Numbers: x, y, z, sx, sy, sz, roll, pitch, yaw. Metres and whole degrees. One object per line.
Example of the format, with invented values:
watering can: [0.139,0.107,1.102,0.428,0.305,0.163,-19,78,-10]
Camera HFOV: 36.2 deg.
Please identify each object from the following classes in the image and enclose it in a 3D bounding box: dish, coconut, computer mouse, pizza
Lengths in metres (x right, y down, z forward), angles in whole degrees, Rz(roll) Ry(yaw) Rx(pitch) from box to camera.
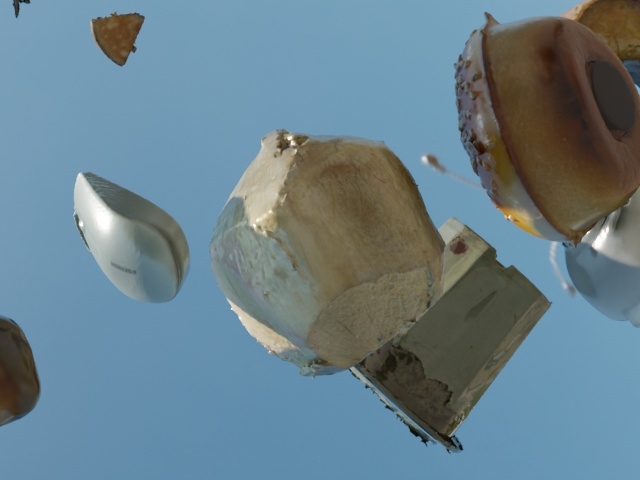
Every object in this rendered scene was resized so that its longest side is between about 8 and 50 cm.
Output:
dish: [0.335,-0.029,1.101,0.086,0.228,0.236,20,-153,-10]
coconut: [0.003,-0.002,0.791,0.194,0.194,0.194,32,-137,-36]
computer mouse: [-0.256,0.000,1.249,0.079,0.230,0.128,-27,-52,-40]
pizza: [-0.280,-0.292,1.376,0.025,0.078,0.083,38,161,47]

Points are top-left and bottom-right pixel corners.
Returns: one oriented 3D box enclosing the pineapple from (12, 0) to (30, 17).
pineapple: [-0.384,-0.351,1.040,0.251,0.125,0.125,35,-139,-37]

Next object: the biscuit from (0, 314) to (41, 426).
biscuit: [-0.407,0.083,0.834,0.062,0.290,0.237,-147,38,-76]

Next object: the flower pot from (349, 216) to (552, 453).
flower pot: [0.162,0.116,1.365,0.290,0.259,0.290,41,-177,-3]

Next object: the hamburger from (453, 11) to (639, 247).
hamburger: [0.211,-0.105,0.917,0.236,0.147,0.237,26,-128,-39]

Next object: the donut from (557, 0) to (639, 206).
donut: [0.432,-0.194,1.358,0.150,0.317,0.299,45,-141,-87]
